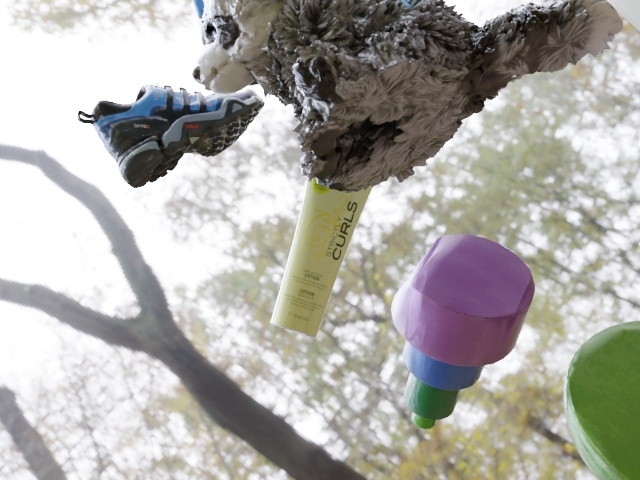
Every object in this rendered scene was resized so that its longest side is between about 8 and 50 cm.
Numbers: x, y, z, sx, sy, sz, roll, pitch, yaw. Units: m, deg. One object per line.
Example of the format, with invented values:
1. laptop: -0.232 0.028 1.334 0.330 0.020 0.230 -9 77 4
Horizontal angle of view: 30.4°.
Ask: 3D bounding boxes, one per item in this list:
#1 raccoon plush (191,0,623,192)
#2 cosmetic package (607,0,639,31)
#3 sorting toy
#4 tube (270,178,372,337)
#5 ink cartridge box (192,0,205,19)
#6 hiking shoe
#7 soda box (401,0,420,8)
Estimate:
1. raccoon plush: 0.075 -0.244 1.357 0.446 0.299 0.216 -16 -34 -18
2. cosmetic package: 0.155 -0.138 0.350 0.153 0.129 0.296 -45 -10 11
3. sorting toy: 0.182 0.134 0.552 0.127 0.365 0.126 -36 -32 -44
4. tube: 0.000 0.000 1.487 0.070 0.062 0.240 24 -98 -46
5. ink cartridge box: -0.093 -0.536 1.634 0.285 0.166 0.395 -31 -74 -54
6. hiking shoe: -0.199 -0.187 1.708 0.304 0.132 0.113 -29 -13 -51
7. soda box: 0.127 -0.300 1.154 0.183 0.058 0.063 -41 -8 -39
